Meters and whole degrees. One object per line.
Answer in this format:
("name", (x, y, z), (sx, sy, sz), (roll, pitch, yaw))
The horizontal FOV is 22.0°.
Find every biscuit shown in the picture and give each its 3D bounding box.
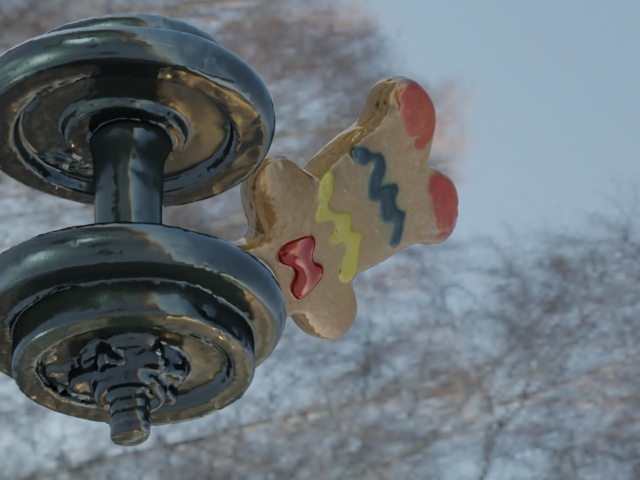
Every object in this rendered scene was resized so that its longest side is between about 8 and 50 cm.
("biscuit", (0.000, 0.000, 1.196), (0.036, 0.250, 0.165), (28, -34, 50))

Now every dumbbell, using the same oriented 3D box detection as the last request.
("dumbbell", (-0.119, -0.015, 1.000), (0.192, 0.192, 0.290), (131, -38, -52))
